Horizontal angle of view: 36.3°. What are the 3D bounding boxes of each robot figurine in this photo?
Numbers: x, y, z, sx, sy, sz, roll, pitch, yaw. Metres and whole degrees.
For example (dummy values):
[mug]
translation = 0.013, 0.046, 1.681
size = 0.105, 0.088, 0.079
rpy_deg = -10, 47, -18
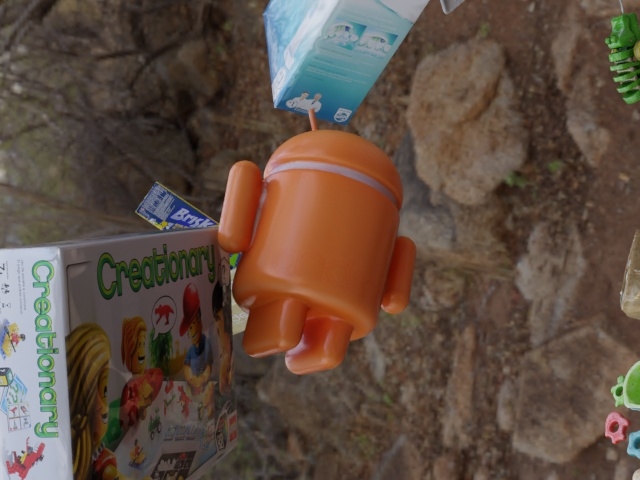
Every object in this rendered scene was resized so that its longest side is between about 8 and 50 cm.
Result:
[robot figurine]
translation = 0.001, 0.001, 0.830
size = 0.128, 0.158, 0.219
rpy_deg = 74, -153, -65

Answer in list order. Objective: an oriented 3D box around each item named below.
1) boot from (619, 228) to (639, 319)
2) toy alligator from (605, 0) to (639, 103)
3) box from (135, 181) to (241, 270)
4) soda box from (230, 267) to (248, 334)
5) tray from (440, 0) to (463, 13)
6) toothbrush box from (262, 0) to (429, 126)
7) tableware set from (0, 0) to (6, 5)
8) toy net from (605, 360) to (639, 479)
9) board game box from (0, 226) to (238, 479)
[boot]
translation = 0.507, 0.112, 1.212
size = 0.089, 0.269, 0.236
rpy_deg = 92, -162, -46
[toy alligator]
translation = 0.376, -0.236, 1.205
size = 0.189, 0.051, 0.056
rpy_deg = 68, 163, -11
[box]
translation = -0.175, -0.013, 1.375
size = 0.054, 0.169, 0.059
rpy_deg = -55, 7, -5
[soda box]
translation = -0.080, 0.066, 1.238
size = 0.181, 0.061, 0.058
rpy_deg = -23, 49, 26
[tray]
translation = 0.165, -0.378, 1.094
size = 0.030, 0.145, 0.270
rpy_deg = 49, 179, 25
[toothbrush box]
translation = 0.035, -0.349, 1.402
size = 0.295, 0.126, 0.216
rpy_deg = 124, 148, -43
[tableware set]
translation = -0.356, -0.299, 1.153
size = 0.194, 0.039, 0.128
rpy_deg = -43, 21, -6
[toy net]
translation = 0.396, 0.269, 1.241
size = 0.122, 0.045, 0.232
rpy_deg = -25, 45, 53
[board game box]
translation = -0.131, 0.091, 0.699
size = 0.305, 0.053, 0.193
rpy_deg = -16, -76, -77
